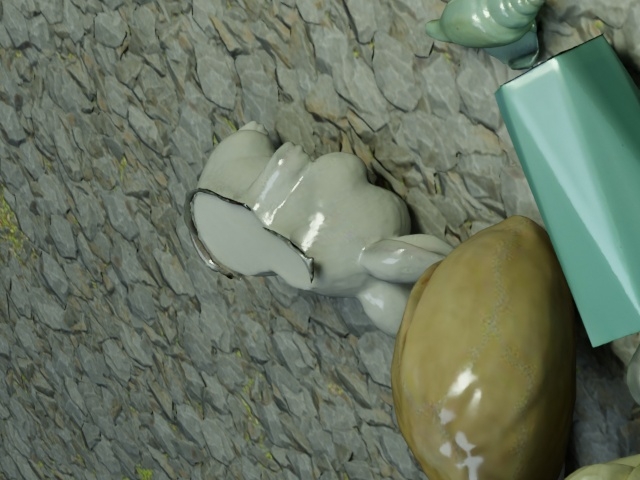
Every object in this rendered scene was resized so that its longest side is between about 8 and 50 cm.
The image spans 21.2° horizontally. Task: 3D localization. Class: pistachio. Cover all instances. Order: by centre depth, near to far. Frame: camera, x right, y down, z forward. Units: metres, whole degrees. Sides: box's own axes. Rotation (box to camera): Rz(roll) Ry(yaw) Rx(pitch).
[{"bbox_3d":[0.155,0.117,1.562,0.181,0.293,0.162,22,140,-18],"label":"pistachio"}]

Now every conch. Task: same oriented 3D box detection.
[{"bbox_3d":[0.156,-0.195,1.507,0.180,0.088,0.065,-10,63,63],"label":"conch"}]

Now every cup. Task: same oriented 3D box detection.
[{"bbox_3d":[0.238,-0.044,1.430,0.134,0.148,0.236,-29,90,26],"label":"cup"}]

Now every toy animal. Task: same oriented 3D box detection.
[{"bbox_3d":[-0.003,-0.006,1.779,0.325,0.154,0.208,40,149,23],"label":"toy animal"}]

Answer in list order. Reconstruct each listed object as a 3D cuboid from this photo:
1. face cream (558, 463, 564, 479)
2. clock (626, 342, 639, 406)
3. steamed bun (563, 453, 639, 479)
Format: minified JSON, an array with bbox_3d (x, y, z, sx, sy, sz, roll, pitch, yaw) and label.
[{"bbox_3d":[0.199,0.290,1.772,0.102,0.102,0.346,33,138,37],"label":"face cream"},{"bbox_3d":[0.397,0.070,1.268,0.279,0.049,0.273,37,106,33],"label":"clock"},{"bbox_3d":[0.273,0.289,1.503,0.203,0.276,0.289,52,153,4],"label":"steamed bun"}]
